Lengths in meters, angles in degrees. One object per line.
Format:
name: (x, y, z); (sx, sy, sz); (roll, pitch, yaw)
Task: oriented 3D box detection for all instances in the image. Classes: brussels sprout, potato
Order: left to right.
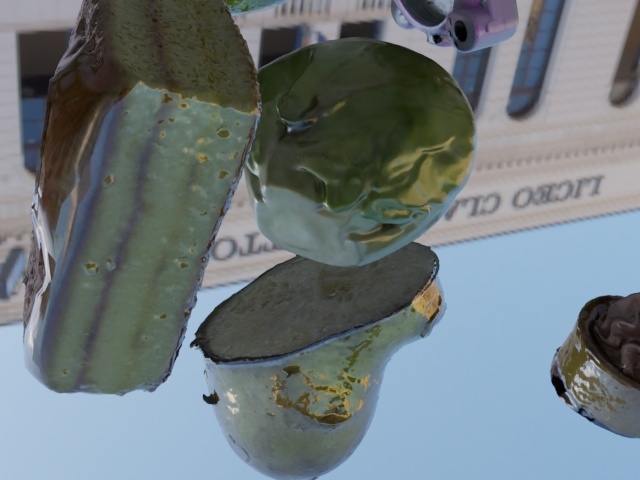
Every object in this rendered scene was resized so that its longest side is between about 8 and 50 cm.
potato: (0.020, 0.197, 1.614); (0.397, 0.296, 0.290); (-22, -154, -4)
brussels sprout: (0.053, -0.120, 1.340); (0.327, 0.247, 0.328); (-5, -137, 5)

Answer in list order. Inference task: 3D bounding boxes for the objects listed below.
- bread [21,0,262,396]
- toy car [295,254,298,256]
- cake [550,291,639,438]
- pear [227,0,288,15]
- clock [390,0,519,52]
bread: (-0.123, -0.040, 0.649); (0.110, 0.234, 0.184); (8, -144, -18)
toy car: (0.000, 0.000, 1.837); (0.097, 0.191, 0.100); (33, -116, -8)
cake: (0.413, 0.135, 1.361); (0.207, 0.178, 0.185); (30, -144, 27)
pear: (-0.136, -0.373, 1.433); (0.239, 0.139, 0.288); (8, -157, -39)
clock: (0.158, -0.368, 1.385); (0.090, 0.228, 0.248); (-19, -160, -20)
